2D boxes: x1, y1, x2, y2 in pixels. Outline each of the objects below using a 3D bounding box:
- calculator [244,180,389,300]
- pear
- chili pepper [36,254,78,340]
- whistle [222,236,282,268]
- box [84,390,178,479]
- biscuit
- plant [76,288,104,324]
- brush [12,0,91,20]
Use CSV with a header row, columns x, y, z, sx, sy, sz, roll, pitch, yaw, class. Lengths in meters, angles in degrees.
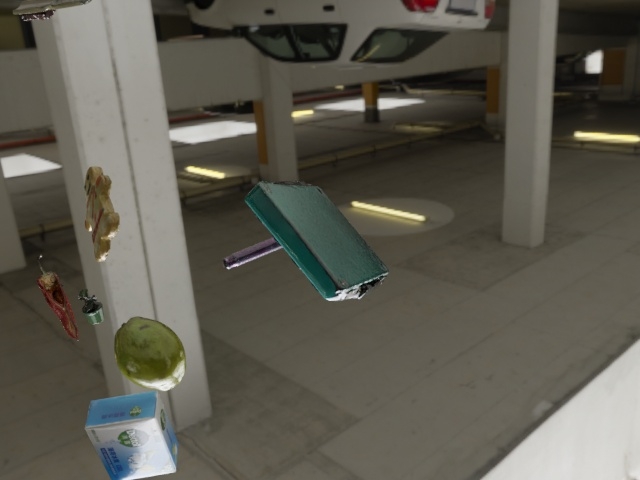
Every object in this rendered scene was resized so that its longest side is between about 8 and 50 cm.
x,y,z,sx,sy,sz,roll,pitch,yaw,class
0.000,0.000,1.054,0.058,0.248,0.274,-44,170,19,calculator
-0.556,0.372,1.955,0.212,0.269,0.212,-36,-166,11,pear
-0.737,0.163,1.677,0.059,0.267,0.050,-28,177,-20,chili pepper
-0.138,0.021,1.354,0.177,0.033,0.033,-22,-157,-16,whistle
-0.387,0.410,1.244,0.139,0.194,0.073,-8,-143,-3,box
-0.476,-0.069,1.279,0.030,0.153,0.234,5,-135,-37,biscuit
-0.584,0.163,1.523,0.051,0.102,0.051,-6,-147,4,plant
-0.559,-0.490,1.258,0.248,0.036,0.043,8,-120,32,brush
